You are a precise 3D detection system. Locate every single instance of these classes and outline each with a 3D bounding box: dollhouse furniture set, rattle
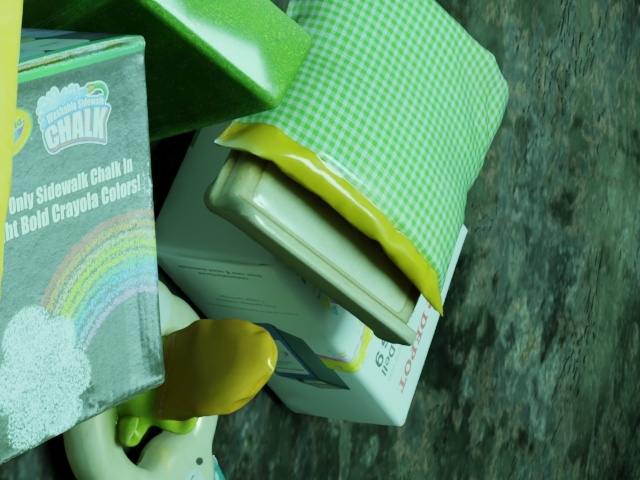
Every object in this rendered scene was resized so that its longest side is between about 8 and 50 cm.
[{"bbox_3d":[0.013,-0.100,0.917,0.301,0.151,0.197,38,61,-26],"label":"dollhouse furniture set"},{"bbox_3d":[-0.052,0.115,0.989,0.130,0.143,0.199,-74,149,-53],"label":"rattle"}]

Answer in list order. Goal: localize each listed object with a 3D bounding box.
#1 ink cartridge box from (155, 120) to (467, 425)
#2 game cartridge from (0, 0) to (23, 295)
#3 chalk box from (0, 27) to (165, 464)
[{"bbox_3d":[0.000,0.000,1.093,0.212,0.093,0.154,55,49,-51],"label":"ink cartridge box"},{"bbox_3d":[-0.210,-0.113,0.533,0.285,0.053,0.323,13,77,-50],"label":"game cartridge"},{"bbox_3d":[-0.162,-0.027,0.769,0.132,0.132,0.213,-24,116,-55],"label":"chalk box"}]
